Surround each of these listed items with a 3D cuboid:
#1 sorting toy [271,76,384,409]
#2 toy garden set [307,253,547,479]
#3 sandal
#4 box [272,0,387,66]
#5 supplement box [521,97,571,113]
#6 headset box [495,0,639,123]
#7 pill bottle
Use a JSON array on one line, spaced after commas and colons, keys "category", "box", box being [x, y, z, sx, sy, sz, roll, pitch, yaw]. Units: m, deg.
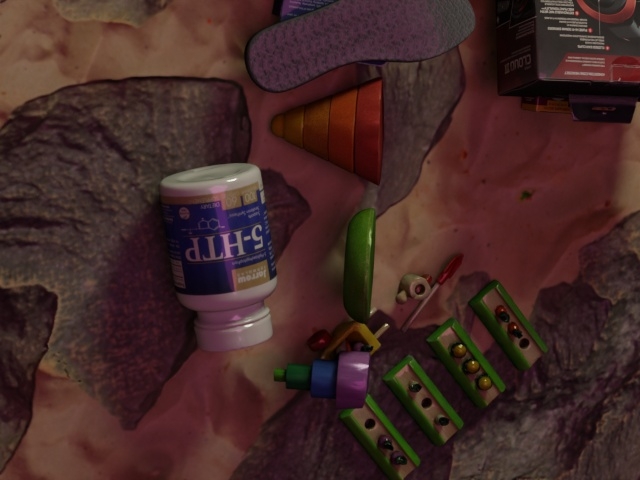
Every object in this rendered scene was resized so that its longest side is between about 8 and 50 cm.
[{"category": "sorting toy", "box": [0.000, 0.000, 2.001, 0.126, 0.127, 0.365, 4, 89, 4]}, {"category": "toy garden set", "box": [0.122, 0.131, 2.095, 0.244, 0.049, 0.204, -41, 109, -9]}, {"category": "sandal", "box": [0.040, -0.228, 1.978, 0.254, 0.054, 0.097, -13, 98, -6]}, {"category": "box", "box": [0.025, -0.310, 1.997, 0.136, 0.036, 0.225, 7, 97, -20]}, {"category": "supplement box", "box": [0.266, -0.188, 2.098, 0.055, 0.043, 0.083, 2, 97, -19]}, {"category": "headset box", "box": [0.311, -0.277, 2.032, 0.218, 0.110, 0.293, 0, 84, -20]}, {"category": "pill bottle", "box": [-0.105, 0.018, 1.964, 0.112, 0.112, 0.186, -13, 103, -17]}]
